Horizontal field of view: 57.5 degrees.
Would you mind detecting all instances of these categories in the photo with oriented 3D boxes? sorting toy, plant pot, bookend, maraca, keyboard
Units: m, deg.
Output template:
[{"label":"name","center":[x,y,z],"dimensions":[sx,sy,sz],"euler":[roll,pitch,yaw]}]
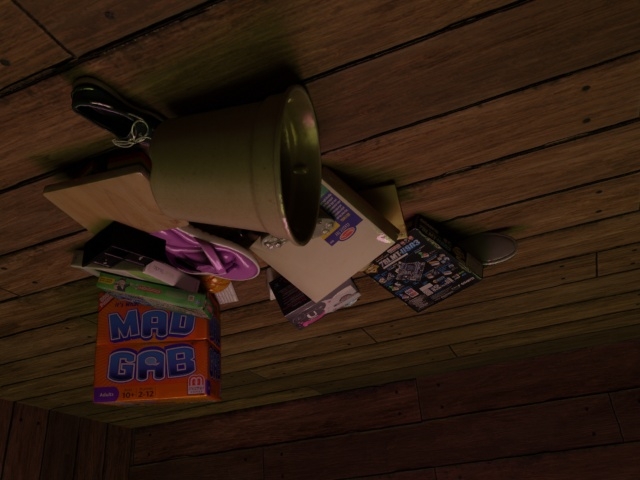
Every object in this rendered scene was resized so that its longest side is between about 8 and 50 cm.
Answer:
[{"label":"sorting toy","center":[-0.502,-0.113,1.469],"dimensions":[0.255,0.089,0.257],"euler":[-11,151,11]},{"label":"plant pot","center":[-0.182,-0.153,1.250],"dimensions":[0.305,0.334,0.334],"euler":[0,153,14]},{"label":"bookend","center":[-0.527,0.033,1.563],"dimensions":[0.157,0.072,0.156],"euler":[-26,145,35]},{"label":"maraca","center":[-0.344,0.095,1.871],"dimensions":[0.127,0.099,0.186],"euler":[-19,132,-20]},{"label":"keyboard","center":[-0.350,0.173,2.096],"dimensions":[0.072,0.014,0.256],"euler":[-5,152,0]}]

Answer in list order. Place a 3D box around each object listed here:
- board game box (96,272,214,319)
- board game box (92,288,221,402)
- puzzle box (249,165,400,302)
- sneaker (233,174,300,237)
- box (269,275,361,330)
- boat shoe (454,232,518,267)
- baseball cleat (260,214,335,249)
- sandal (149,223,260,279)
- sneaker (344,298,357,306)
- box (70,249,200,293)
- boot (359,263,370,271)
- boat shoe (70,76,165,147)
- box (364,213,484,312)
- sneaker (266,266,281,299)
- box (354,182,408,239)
[{"label":"board game box","center":[-0.496,0.175,1.789],"dimensions":[0.317,0.046,0.213],"euler":[12,162,1]},{"label":"board game box","center":[-0.545,0.380,2.025],"dimensions":[0.356,0.357,0.356],"euler":[-3,163,-3]},{"label":"puzzle box","center":[0.000,0.000,1.638],"dimensions":[0.272,0.052,0.409],"euler":[41,136,-8]},{"label":"sneaker","center":[-0.120,-0.097,1.493],"dimensions":[0.302,0.121,0.108],"euler":[-20,-171,36]},{"label":"box","center":[-0.014,0.164,1.922],"dimensions":[0.247,0.142,0.163],"euler":[-29,148,3]},{"label":"boat shoe","center":[0.497,0.048,1.911],"dimensions":[0.302,0.114,0.091],"euler":[-6,153,28]},{"label":"baseball cleat","center":[-0.065,-0.044,1.548],"dimensions":[0.205,0.109,0.072],"euler":[-15,132,4]},{"label":"sandal","center":[-0.369,0.045,1.701],"dimensions":[0.416,0.102,0.169],"euler":[28,136,-28]},{"label":"sneaker","center":[0.065,0.212,2.182],"dimensions":[0.162,0.063,0.073],"euler":[-15,147,17]},{"label":"box","center":[-0.562,0.100,1.776],"dimensions":[0.321,0.059,0.232],"euler":[4,161,31]},{"label":"boot","center":[0.066,-0.016,1.734],"dimensions":[0.261,0.095,0.203],"euler":[20,136,-13]},{"label":"boat shoe","center":[-0.412,-0.249,1.243],"dimensions":[0.095,0.079,0.254],"euler":[-20,148,25]},{"label":"box","center":[0.313,0.084,1.869],"dimensions":[0.293,0.073,0.295],"euler":[36,135,-16]},{"label":"sneaker","center":[-0.136,0.139,2.022],"dimensions":[0.094,0.080,0.212],"euler":[-13,159,-12]},{"label":"box","center":[0.129,-0.065,1.625],"dimensions":[0.201,0.021,0.165],"euler":[-11,112,15]}]
